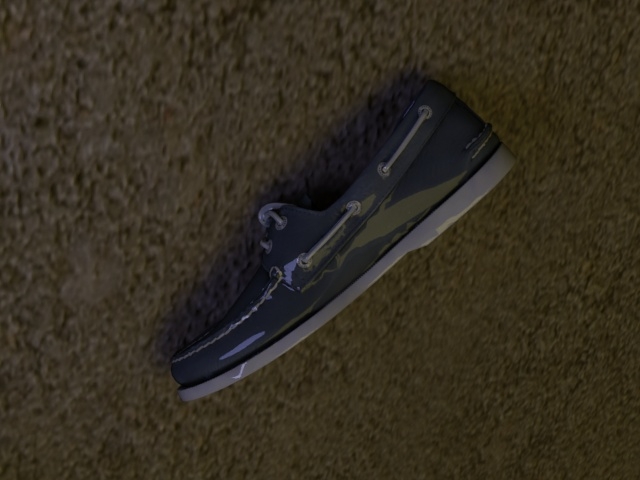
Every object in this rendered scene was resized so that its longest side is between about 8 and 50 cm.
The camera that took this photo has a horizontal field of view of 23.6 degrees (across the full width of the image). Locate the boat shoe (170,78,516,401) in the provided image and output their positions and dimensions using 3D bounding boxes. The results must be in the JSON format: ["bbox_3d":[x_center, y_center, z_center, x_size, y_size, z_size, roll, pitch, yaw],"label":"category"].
[{"bbox_3d":[0.000,0.000,1.186,0.319,0.116,0.099,-38,96,-1],"label":"boat shoe"}]
